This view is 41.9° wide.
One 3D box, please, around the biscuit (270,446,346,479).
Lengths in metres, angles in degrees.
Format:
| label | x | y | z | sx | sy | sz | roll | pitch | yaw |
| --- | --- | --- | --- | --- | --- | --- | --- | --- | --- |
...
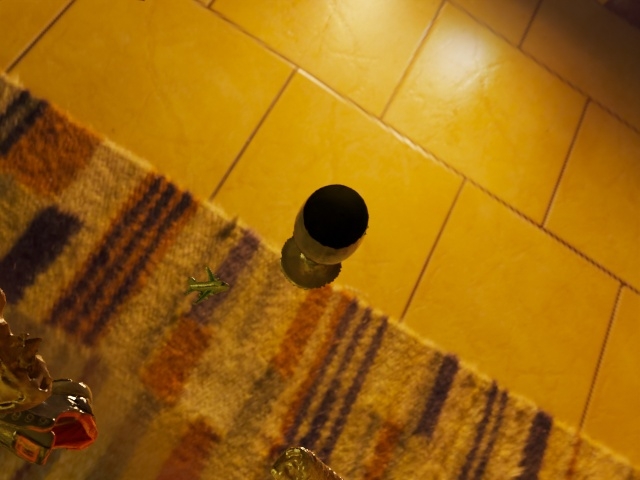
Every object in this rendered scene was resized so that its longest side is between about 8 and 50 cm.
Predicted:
| label | x | y | z | sx | sy | sz | roll | pitch | yaw |
| --- | --- | --- | --- | --- | --- | --- | --- | --- | --- |
| biscuit | 0.016 | 0.345 | 1.123 | 0.219 | 0.061 | 0.055 | 50 | 7 | -37 |

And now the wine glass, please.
| label | x | y | z | sx | sy | sz | roll | pitch | yaw |
| --- | --- | --- | --- | --- | --- | --- | --- | --- | --- |
| wine glass | 0.000 | 0.000 | 0.718 | 0.066 | 0.198 | 0.066 | 1 | 80 | -5 |

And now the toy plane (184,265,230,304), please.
| label | x | y | z | sx | sy | sz | roll | pitch | yaw |
| --- | --- | --- | --- | --- | --- | --- | --- | --- | --- |
| toy plane | -0.197 | 0.082 | 1.470 | 0.083 | 0.033 | 0.080 | 3 | 51 | 14 |

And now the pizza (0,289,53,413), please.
| label | x | y | z | sx | sy | sz | roll | pitch | yaw |
| --- | --- | --- | --- | --- | --- | --- | --- | --- | --- |
| pizza | -0.536 | 0.078 | 1.162 | 0.080 | 0.392 | 0.434 | -13 | 73 | -46 |

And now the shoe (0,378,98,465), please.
| label | x | y | z | sx | sy | sz | roll | pitch | yaw |
| --- | --- | --- | --- | --- | --- | --- | --- | --- | --- |
| shoe | -0.544 | 0.334 | 1.492 | 0.336 | 0.132 | 0.171 | 14 | 21 | -43 |
